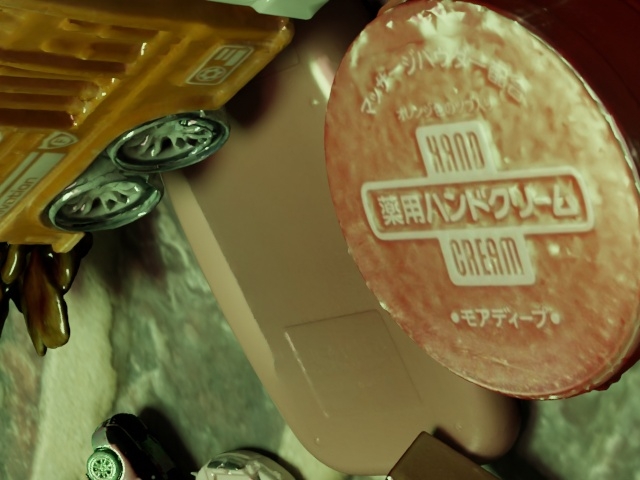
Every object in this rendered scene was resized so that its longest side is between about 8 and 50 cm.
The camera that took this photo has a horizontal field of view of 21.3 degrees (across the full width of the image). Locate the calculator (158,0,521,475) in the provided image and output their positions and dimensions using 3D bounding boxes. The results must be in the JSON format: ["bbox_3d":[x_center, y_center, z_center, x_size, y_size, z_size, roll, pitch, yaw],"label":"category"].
[{"bbox_3d":[0.000,0.000,0.970,0.220,0.048,0.330,-16,101,49],"label":"calculator"}]

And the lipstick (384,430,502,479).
[{"bbox_3d":[0.102,0.165,0.922,0.145,0.045,0.045,32,140,15],"label":"lipstick"}]

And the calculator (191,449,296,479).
[{"bbox_3d":[-0.032,0.222,1.142,0.100,0.032,0.175,-6,107,50],"label":"calculator"}]

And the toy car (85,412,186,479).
[{"bbox_3d":[-0.113,0.186,1.191,0.055,0.069,0.142,-30,87,12],"label":"toy car"}]

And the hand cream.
[{"bbox_3d":[0.108,-0.036,0.765,0.193,0.125,0.193,24,127,37],"label":"hand cream"}]

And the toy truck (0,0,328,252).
[{"bbox_3d":[-0.125,-0.142,0.848,0.387,0.206,0.173,-38,62,44],"label":"toy truck"}]

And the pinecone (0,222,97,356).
[{"bbox_3d":[-0.247,-0.030,1.115,0.202,0.201,0.229,-25,67,38],"label":"pinecone"}]
